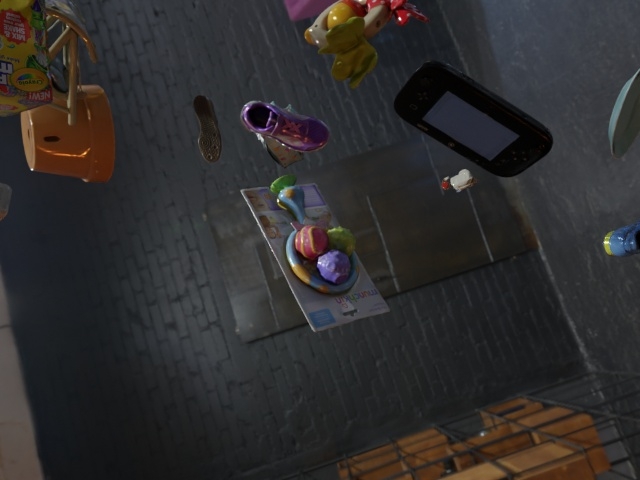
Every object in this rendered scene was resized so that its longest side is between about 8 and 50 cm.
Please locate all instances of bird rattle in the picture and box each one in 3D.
[{"bbox_3d":[0.077,-0.446,1.070,0.207,0.253,0.143,31,170,41],"label":"bird rattle"}]

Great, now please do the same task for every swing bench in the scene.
[{"bbox_3d":[-0.658,-0.468,1.334,0.165,0.254,0.253,16,-154,-37],"label":"swing bench"}]

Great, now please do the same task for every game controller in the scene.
[{"bbox_3d":[0.309,-0.241,1.105,0.166,0.319,0.067,-51,12,51],"label":"game controller"}]

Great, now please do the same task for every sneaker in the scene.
[{"bbox_3d":[0.709,-0.013,1.157,0.082,0.209,0.069,-7,99,64],"label":"sneaker"},{"bbox_3d":[-0.093,-0.287,1.341,0.104,0.236,0.095,-78,6,-86],"label":"sneaker"},{"bbox_3d":[-0.306,-0.313,1.510,0.071,0.066,0.188,-29,-69,-78],"label":"sneaker"}]

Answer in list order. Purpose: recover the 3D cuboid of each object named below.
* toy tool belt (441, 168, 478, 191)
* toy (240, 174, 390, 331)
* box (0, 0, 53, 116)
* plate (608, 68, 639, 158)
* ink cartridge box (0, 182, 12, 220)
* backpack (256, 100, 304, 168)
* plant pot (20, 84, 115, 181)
[{"bbox_3d":[0.365,-0.148,1.404,0.051,0.083,0.052,26,-130,-46],"label":"toy tool belt"},{"bbox_3d":[0.000,0.000,0.742,0.237,0.137,0.056,58,137,27],"label":"toy"},{"bbox_3d":[-0.641,-0.375,0.897,0.290,0.177,0.279,-8,-85,-56],"label":"box"},{"bbox_3d":[0.609,-0.255,1.062,0.024,0.188,0.188,27,146,38],"label":"plate"},{"bbox_3d":[-0.734,-0.048,0.925,0.261,0.296,0.066,27,-137,-43],"label":"ink cartridge box"},{"bbox_3d":[-0.118,-0.328,1.626,0.166,0.144,0.188,67,-165,19],"label":"backpack"},{"bbox_3d":[-0.745,-0.310,1.570,0.291,0.203,0.290,16,110,53],"label":"plant pot"}]
